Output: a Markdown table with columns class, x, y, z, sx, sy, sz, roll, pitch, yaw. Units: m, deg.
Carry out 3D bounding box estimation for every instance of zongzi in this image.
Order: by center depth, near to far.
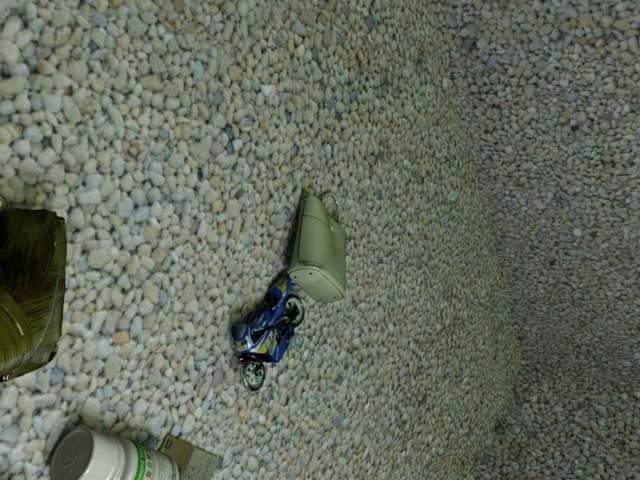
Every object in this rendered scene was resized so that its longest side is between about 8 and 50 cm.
| class | x | y | z | sx | sy | sz | roll | pitch | yaw |
| --- | --- | --- | --- | --- | --- | --- | --- | --- | --- |
| zongzi | -0.501 | 0.087 | 0.979 | 0.300 | 0.138 | 0.286 | -3 | 98 | -89 |

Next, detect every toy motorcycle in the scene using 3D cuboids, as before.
| class | x | y | z | sx | sy | sz | roll | pitch | yaw |
| --- | --- | --- | --- | --- | --- | --- | --- | --- | --- |
| toy motorcycle | -0.134 | 0.221 | 1.592 | 0.169 | 0.113 | 0.315 | 60 | 41 | -27 |

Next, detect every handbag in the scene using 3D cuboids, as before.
| class | x | y | z | sx | sy | sz | roll | pitch | yaw |
| --- | --- | --- | --- | --- | --- | --- | --- | --- | --- |
| handbag | 0.000 | 0.000 | 1.754 | 0.241 | 0.109 | 0.315 | 49 | 34 | -46 |

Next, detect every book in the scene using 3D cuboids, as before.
| class | x | y | z | sx | sy | sz | roll | pitch | yaw |
| --- | --- | --- | --- | --- | --- | --- | --- | --- | --- |
| book | -0.323 | 0.547 | 1.471 | 0.198 | 0.016 | 0.138 | 48 | 59 | -45 |

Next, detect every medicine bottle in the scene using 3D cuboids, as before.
| class | x | y | z | sx | sy | sz | roll | pitch | yaw |
| --- | --- | --- | --- | --- | --- | --- | --- | --- | --- |
| medicine bottle | -0.405 | 0.461 | 1.253 | 0.237 | 0.139 | 0.139 | 46 | 60 | -44 |

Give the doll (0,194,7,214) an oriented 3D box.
| class | x | y | z | sx | sy | sz | roll | pitch | yaw |
| --- | --- | --- | --- | --- | --- | --- | --- | --- | --- |
| doll | -0.568 | -0.083 | 1.036 | 0.037 | 0.027 | 0.125 | -60 | 138 | -17 |
